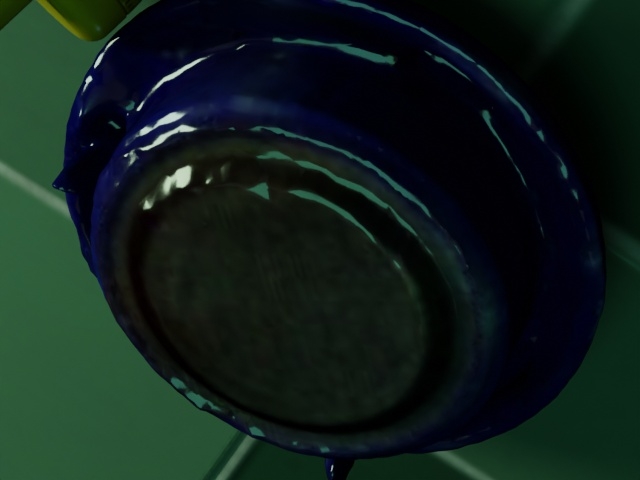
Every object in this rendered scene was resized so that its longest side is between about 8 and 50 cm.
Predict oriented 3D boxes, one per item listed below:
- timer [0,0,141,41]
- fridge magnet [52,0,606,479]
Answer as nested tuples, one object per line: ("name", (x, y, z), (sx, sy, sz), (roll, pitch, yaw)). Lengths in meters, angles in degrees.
("timer", (-0.129, -0.129, 0.855), (0.109, 0.107, 0.107), (-45, 102, -4))
("fridge magnet", (0.000, 0.000, 0.891), (0.265, 0.113, 0.265), (12, 129, 15))
